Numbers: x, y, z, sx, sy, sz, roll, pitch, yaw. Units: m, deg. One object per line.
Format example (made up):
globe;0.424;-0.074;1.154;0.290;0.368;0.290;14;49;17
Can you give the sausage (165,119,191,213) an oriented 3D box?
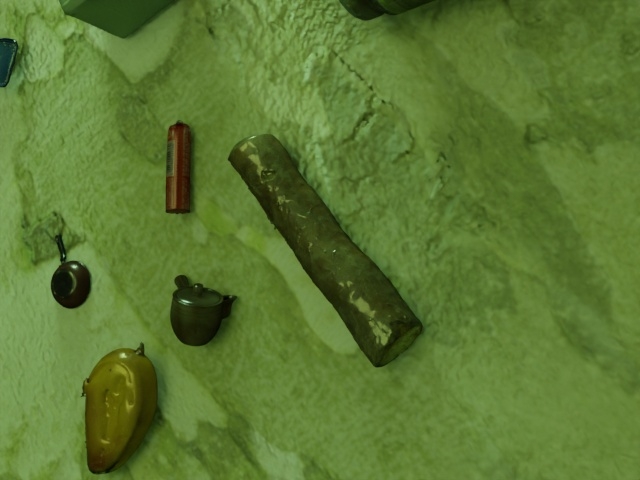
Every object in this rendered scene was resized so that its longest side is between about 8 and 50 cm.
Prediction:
sausage;-0.191;-0.101;1.749;0.034;0.034;0.129;-7;77;30

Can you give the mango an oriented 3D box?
mango;-0.266;0.222;1.717;0.101;0.066;0.188;16;94;25

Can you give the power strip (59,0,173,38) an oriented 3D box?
power strip;-0.251;-0.405;1.780;0.224;0.139;0.140;-32;65;23

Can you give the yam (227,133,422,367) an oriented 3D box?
yam;0.000;0.000;1.588;0.081;0.081;0.357;-44;63;17

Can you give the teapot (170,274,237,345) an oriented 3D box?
teapot;-0.159;0.084;1.691;0.110;0.085;0.080;-135;48;-58

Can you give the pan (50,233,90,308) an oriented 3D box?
pan;-0.363;0.041;1.832;0.068;0.023;0.115;-33;66;24

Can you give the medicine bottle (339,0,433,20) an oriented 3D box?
medicine bottle;0.167;-0.373;1.511;0.322;0.151;0.151;-17;73;28

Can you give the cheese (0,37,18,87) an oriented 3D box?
cheese;-0.554;-0.286;1.989;0.244;0.062;0.155;13;89;31
